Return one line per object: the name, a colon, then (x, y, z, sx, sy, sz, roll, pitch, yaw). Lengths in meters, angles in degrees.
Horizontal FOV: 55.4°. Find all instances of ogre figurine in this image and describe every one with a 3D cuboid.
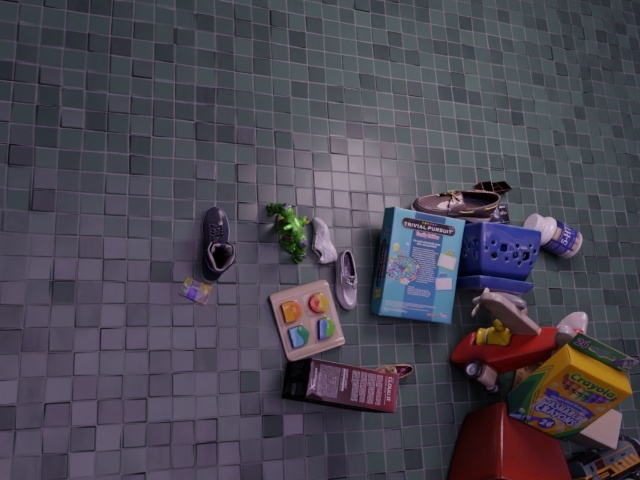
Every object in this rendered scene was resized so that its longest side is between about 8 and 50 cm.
ogre figurine: (-0.090, -0.033, 1.818, 0.097, 0.118, 0.196, -4, 78, -22)

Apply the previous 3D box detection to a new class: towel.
towel: (-0.353, 0.142, 1.730, 0.083, 0.009, 0.060, 26, 69, -13)

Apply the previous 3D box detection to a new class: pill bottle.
pill bottle: (0.823, -0.020, 2.172, 0.187, 0.112, 0.111, 25, 69, -14)

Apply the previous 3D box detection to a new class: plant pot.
plant pot: (0.564, 0.638, 1.831, 0.268, 0.267, 0.235, 19, 57, -15)
plant pot: (0.553, 0.067, 1.985, 0.236, 0.236, 0.211, 9, 80, -18)

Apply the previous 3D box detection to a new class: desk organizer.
desk organizer: (0.614, -0.187, 2.168, 0.130, 0.050, 0.047, -9, 80, -23)

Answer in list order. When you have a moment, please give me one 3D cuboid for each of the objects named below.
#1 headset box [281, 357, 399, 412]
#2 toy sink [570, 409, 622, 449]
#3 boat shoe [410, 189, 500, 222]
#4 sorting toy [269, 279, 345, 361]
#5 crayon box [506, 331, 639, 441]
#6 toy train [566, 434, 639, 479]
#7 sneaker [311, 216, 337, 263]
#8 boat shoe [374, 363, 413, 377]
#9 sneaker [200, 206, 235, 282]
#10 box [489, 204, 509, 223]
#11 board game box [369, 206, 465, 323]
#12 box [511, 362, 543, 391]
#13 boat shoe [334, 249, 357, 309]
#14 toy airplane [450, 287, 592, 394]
headset box: (0.066, 0.412, 1.707, 0.294, 0.218, 0.110, 14, 72, -16)
toy sink: (0.835, 0.576, 1.998, 0.234, 0.153, 0.131, 26, 68, -12)
boat shoe: (0.456, -0.123, 2.045, 0.325, 0.096, 0.116, 2, 47, -22)
sorting toy: (-0.036, 0.234, 1.813, 0.193, 0.038, 0.208, -15, 82, -24)
crayon box: (0.705, 0.418, 1.706, 0.203, 0.322, 0.083, 26, 36, -8)
toy train: (0.962, 0.773, 2.010, 0.334, 0.142, 0.190, -13, 72, -24)
sneaker: (0.000, 0.000, 1.881, 0.061, 0.054, 0.152, -18, 84, -21)
boat shoe: (0.221, 0.402, 1.864, 0.136, 0.045, 0.050, -11, 80, -23)
sneaker: (-0.286, -0.005, 1.713, 0.086, 0.163, 0.226, 5, 73, -18)
box: (0.628, -0.090, 2.166, 0.083, 0.018, 0.067, -6, 79, -22)
board game box: (0.307, 0.081, 1.923, 0.254, 0.079, 0.335, 10, 87, -19)
box: (0.724, 0.443, 1.992, 0.165, 0.021, 0.201, 20, 48, 13)
boat shoe: (0.085, 0.119, 1.876, 0.066, 0.063, 0.184, 5, 74, -20)
toy airplane: (0.620, 0.282, 1.850, 0.385, 0.386, 0.272, 6, 48, -1)
